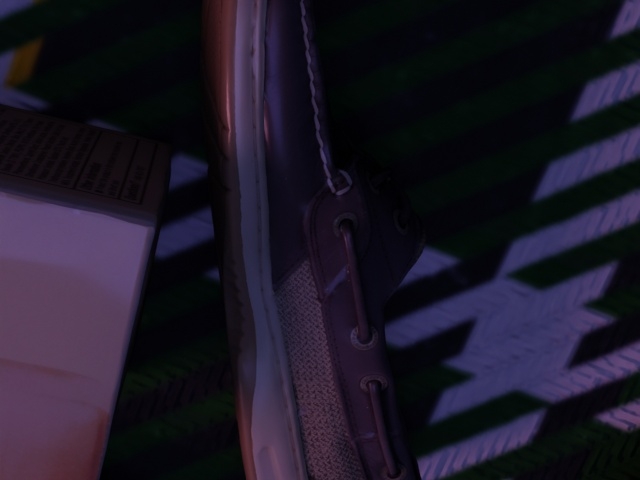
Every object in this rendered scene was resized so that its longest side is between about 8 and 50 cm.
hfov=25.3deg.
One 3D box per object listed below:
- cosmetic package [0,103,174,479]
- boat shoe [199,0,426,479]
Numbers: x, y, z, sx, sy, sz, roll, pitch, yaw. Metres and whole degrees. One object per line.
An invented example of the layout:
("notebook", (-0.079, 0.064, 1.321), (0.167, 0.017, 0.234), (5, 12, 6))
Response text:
("cosmetic package", (-0.220, -0.001, 0.593), (0.296, 0.153, 0.129), (14, 105, -5))
("boat shoe", (0.000, 0.000, 0.634), (0.092, 0.103, 0.285), (-7, 111, -6))
